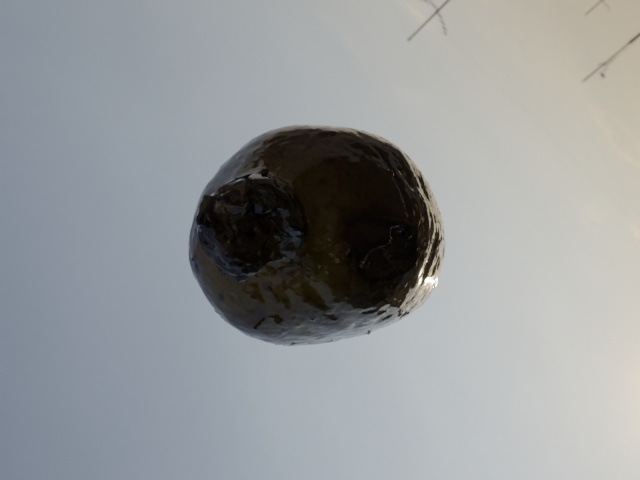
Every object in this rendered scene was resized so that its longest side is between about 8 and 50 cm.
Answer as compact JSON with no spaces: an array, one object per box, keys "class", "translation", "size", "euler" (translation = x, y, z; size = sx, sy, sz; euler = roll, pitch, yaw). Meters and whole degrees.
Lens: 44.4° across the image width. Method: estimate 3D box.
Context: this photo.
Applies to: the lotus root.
[{"class":"lotus root","translation":[0.000,0.000,0.480],"size":[0.128,0.145,0.260],"euler":[66,-164,15]}]
